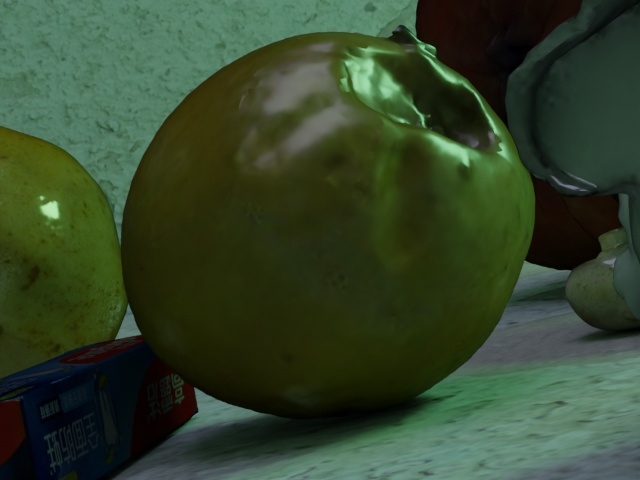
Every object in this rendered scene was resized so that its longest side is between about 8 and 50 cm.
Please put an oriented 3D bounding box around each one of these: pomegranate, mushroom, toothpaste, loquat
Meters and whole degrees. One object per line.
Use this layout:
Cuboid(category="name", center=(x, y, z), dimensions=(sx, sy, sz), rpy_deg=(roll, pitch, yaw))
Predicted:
Cuboid(category="pomegranate", center=(-0.277, 0.030, 1.183), dimensions=(0.264, 0.264, 0.264), rpy_deg=(-12, 1, 0))
Cuboid(category="mushroom", center=(0.204, 0.026, 1.022), dimensions=(0.084, 0.067, 0.083), rpy_deg=(-15, -5, -1))
Cuboid(category="toothpaste", center=(-0.146, 0.102, 0.881), dimensions=(0.076, 0.066, 0.320), rpy_deg=(-11, 2, 9))
Cuboid(category="loquat", center=(0.000, 0.000, 0.885), dimensions=(0.244, 0.243, 0.244), rpy_deg=(-12, 1, 0))

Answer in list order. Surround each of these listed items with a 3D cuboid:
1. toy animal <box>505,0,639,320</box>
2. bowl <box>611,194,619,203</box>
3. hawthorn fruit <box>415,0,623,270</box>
Cuboid(category="toy animal", center=(0.244, -0.023, 0.596), dimensions=(0.258, 0.194, 0.357), rpy_deg=(-23, -14, 38))
Cuboid(category="bowl", center=(0.369, -0.101, 1.025), dimensions=(0.354, 0.354, 0.185), rpy_deg=(-11, -42, 41))
Cuboid(category="hawthorn fruit", center=(0.327, -0.175, 1.401), dimensions=(0.472, 0.471, 0.472), rpy_deg=(-12, 1, 0))
